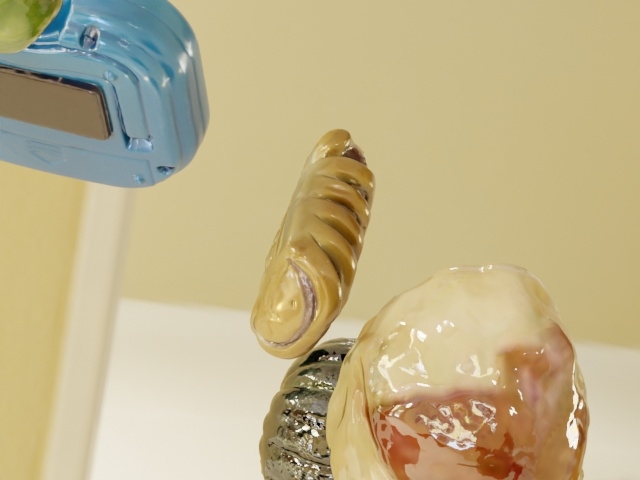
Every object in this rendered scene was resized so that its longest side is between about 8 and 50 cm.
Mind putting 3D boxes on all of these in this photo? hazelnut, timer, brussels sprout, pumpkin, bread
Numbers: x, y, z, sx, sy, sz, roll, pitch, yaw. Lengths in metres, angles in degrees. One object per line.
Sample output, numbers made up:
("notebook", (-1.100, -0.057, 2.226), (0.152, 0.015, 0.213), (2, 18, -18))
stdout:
("hazelnut", (0.127, 0.148, 1.570), (0.241, 0.261, 0.261), (14, -173, -17))
("timer", (-0.296, -0.185, 2.028), (0.340, 0.115, 0.309), (13, 150, 11))
("brussels sprout", (-0.269, -0.209, 1.431), (0.155, 0.117, 0.155), (26, 153, 14))
("pumpkin", (0.032, 0.207, 1.929), (0.162, 0.220, 0.220), (14, -170, 27))
("bread", (0.000, 0.000, 1.718), (0.081, 0.134, 0.225), (21, -132, -3))
